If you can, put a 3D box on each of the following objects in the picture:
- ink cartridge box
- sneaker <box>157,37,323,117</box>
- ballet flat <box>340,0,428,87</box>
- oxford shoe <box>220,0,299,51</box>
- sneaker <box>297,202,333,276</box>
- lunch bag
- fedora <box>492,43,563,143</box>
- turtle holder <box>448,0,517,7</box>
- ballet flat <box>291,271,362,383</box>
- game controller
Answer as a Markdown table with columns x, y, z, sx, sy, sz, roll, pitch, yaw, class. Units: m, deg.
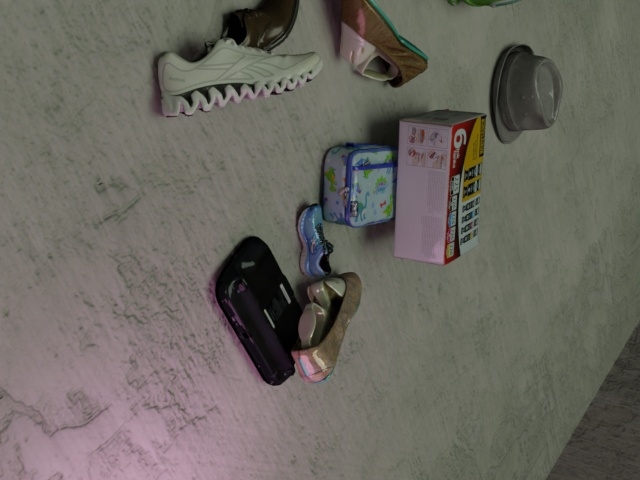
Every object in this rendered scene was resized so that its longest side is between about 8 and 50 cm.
| x | y | z | sx | sy | sz | roll | pitch | yaw | class |
| --- | --- | --- | --- | --- | --- | --- | --- | --- | --- |
| 0.282 | -0.131 | 2.144 | 0.272 | 0.130 | 0.309 | -25 | 120 | -56 | ink cartridge box |
| -0.134 | -0.291 | 1.619 | 0.292 | 0.110 | 0.118 | -15 | 100 | -17 | sneaker |
| 0.111 | -0.404 | 1.982 | 0.124 | 0.116 | 0.342 | -50 | 151 | 8 | ballet flat |
| -0.114 | -0.384 | 1.707 | 0.227 | 0.083 | 0.096 | -57 | 137 | -24 | oxford shoe |
| 0.000 | 0.000 | 1.975 | 0.063 | 0.073 | 0.162 | -28 | 122 | -45 | sneaker |
| 0.096 | -0.123 | 2.055 | 0.219 | 0.090 | 0.176 | -9 | 104 | -52 | lunch bag |
| 0.565 | -0.387 | 2.554 | 0.244 | 0.124 | 0.275 | -39 | 129 | -39 | fedora |
| 0.403 | -0.656 | 2.177 | 0.320 | 0.227 | 0.243 | 0 | 101 | -53 | turtle holder |
| 0.011 | 0.147 | 1.961 | 0.106 | 0.108 | 0.316 | 55 | 31 | -29 | ballet flat |
| -0.108 | 0.144 | 1.902 | 0.166 | 0.067 | 0.319 | -65 | 145 | -39 | game controller |
